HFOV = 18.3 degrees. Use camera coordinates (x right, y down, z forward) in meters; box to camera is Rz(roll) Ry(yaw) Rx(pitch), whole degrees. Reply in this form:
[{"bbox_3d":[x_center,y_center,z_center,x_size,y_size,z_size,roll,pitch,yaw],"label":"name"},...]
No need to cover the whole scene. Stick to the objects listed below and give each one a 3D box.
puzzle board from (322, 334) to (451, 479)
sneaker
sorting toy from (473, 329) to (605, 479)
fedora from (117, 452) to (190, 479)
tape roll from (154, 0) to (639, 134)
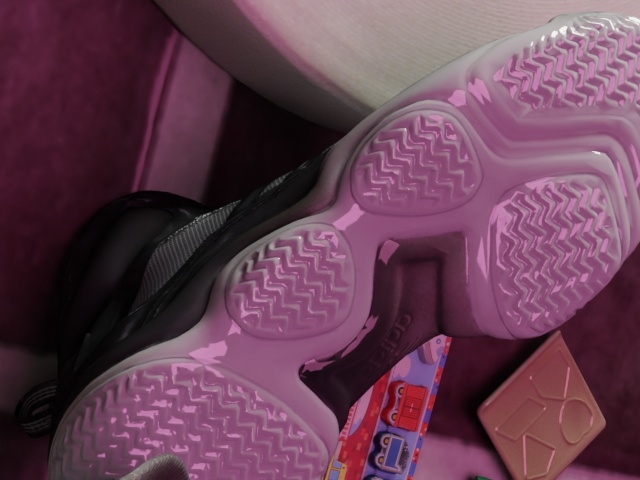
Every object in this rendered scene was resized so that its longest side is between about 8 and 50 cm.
[{"bbox_3d":[0.009,0.061,0.826,0.096,0.011,0.128,18,86,-33],"label":"puzzle board"},{"bbox_3d":[0.000,0.000,0.722,0.268,0.153,0.101,-38,115,-10],"label":"sneaker"},{"bbox_3d":[0.088,0.086,0.879,0.083,0.012,0.062,-42,121,-25],"label":"sorting toy"},{"bbox_3d":[-0.143,0.172,0.557,0.124,0.243,0.275,18,75,8],"label":"fedora"},{"bbox_3d":[0.071,-0.227,0.795,0.392,0.072,0.392,-5,100,-32],"label":"tape roll"}]
